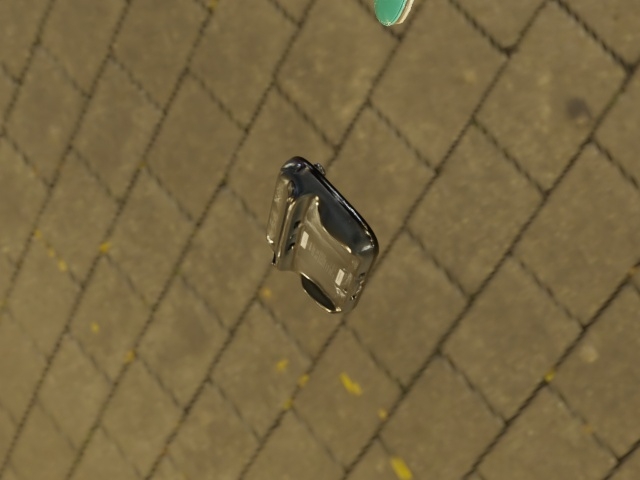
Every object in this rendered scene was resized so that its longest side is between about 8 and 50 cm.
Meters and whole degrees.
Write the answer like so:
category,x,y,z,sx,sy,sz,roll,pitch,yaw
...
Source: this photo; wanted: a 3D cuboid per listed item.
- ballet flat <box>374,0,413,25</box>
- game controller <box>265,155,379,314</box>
category,x,y,z,sx,sy,sz,roll,pitch,yaw
ballet flat,0.096,-0.316,1.807,0.057,0.052,0.168,35,137,32
game controller,0.000,0.000,2.151,0.166,0.067,0.319,39,162,8
